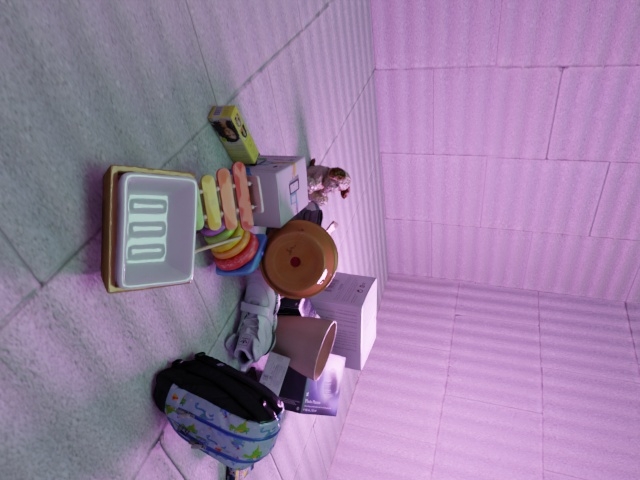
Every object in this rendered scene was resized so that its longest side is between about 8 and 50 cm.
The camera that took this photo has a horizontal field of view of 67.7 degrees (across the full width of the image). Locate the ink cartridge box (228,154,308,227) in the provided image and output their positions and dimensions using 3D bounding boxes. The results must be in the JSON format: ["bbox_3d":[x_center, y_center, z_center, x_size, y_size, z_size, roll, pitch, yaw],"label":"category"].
[{"bbox_3d":[-0.186,-0.186,1.741,0.270,0.198,0.197,-49,139,-61],"label":"ink cartridge box"}]

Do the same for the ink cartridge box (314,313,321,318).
[{"bbox_3d":[-0.070,0.413,2.316,0.212,0.154,0.093,54,45,-62],"label":"ink cartridge box"}]

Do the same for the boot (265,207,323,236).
[{"bbox_3d":[-0.089,-0.130,1.997,0.118,0.222,0.338,21,75,-70],"label":"boot"}]

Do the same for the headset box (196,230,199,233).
[{"bbox_3d":[-0.398,-0.050,1.425,0.062,0.032,0.083,-53,146,-56],"label":"headset box"}]

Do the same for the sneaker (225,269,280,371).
[{"bbox_3d":[-0.250,0.306,1.789,0.210,0.137,0.366,-47,142,-64],"label":"sneaker"}]

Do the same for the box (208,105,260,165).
[{"bbox_3d":[-0.283,-0.343,1.590,0.232,0.087,0.058,64,35,-55],"label":"box"}]

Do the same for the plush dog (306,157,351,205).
[{"bbox_3d":[0.040,-0.293,2.311,0.262,0.225,0.211,48,51,-65],"label":"plush dog"}]

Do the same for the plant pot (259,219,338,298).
[{"bbox_3d":[-0.081,0.071,1.658,0.203,0.290,0.291,-45,141,-88],"label":"plant pot"}]

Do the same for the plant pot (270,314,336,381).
[{"bbox_3d":[-0.104,0.419,1.999,0.256,0.274,0.257,16,90,-76],"label":"plant pot"}]

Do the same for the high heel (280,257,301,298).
[{"bbox_3d":[-0.135,0.124,1.918,0.127,0.377,0.181,-18,81,-43],"label":"high heel"}]

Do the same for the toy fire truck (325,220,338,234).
[{"bbox_3d":[0.000,0.000,2.437,0.217,0.158,0.246,62,26,-57],"label":"toy fire truck"}]

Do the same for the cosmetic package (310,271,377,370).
[{"bbox_3d":[0.110,0.418,2.575,0.329,0.327,0.394,-50,143,-58],"label":"cosmetic package"}]

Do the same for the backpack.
[{"bbox_3d":[-0.282,0.509,1.434,0.290,0.355,0.273,7,90,-72],"label":"backpack"}]

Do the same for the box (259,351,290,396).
[{"bbox_3d":[-0.201,0.582,1.942,0.290,0.087,0.169,108,1,-57],"label":"box"}]

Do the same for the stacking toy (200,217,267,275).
[{"bbox_3d":[-0.317,-0.034,1.520,0.302,0.165,0.175,59,38,-42],"label":"stacking toy"}]

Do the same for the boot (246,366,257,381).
[{"bbox_3d":[-0.304,0.631,1.819,0.229,0.091,0.263,14,87,-77],"label":"boot"}]

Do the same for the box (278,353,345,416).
[{"bbox_3d":[-0.045,0.680,2.311,0.296,0.182,0.294,28,67,-49],"label":"box"}]

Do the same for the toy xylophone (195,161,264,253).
[{"bbox_3d":[-0.313,-0.084,1.386,0.322,0.081,0.236,-24,111,-31],"label":"toy xylophone"}]

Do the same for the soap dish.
[{"bbox_3d":[-0.419,-0.029,1.165,0.229,0.118,0.291,-3,99,-52],"label":"soap dish"}]

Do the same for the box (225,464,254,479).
[{"bbox_3d":[-0.315,0.834,1.905,0.159,0.044,0.233,-8,103,-70],"label":"box"}]

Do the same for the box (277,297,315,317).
[{"bbox_3d":[-0.125,0.300,2.127,0.207,0.153,0.108,73,29,-50],"label":"box"}]

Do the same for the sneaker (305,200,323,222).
[{"bbox_3d":[-0.067,-0.068,2.258,0.122,0.110,0.283,52,47,-59],"label":"sneaker"}]
